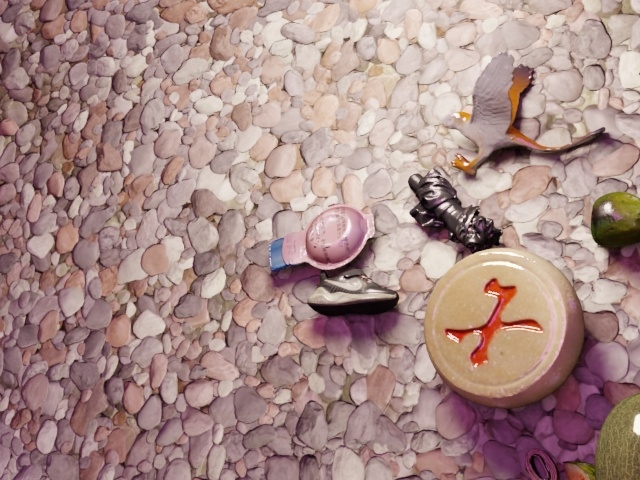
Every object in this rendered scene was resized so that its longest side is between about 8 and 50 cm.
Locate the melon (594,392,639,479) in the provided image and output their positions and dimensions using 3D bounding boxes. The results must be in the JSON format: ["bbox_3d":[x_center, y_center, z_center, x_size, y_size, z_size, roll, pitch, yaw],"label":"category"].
[{"bbox_3d":[0.627,0.429,1.537,0.237,0.237,0.302,-8,68,22],"label":"melon"}]

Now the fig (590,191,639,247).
[{"bbox_3d":[0.651,-0.044,1.770,0.156,0.123,0.123,0,71,21],"label":"fig"}]

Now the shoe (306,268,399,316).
[{"bbox_3d":[0.077,0.115,1.990,0.227,0.099,0.112,-7,61,23],"label":"shoe"}]

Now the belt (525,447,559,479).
[{"bbox_3d":[0.452,0.468,1.718,0.059,0.036,0.083,-32,61,12],"label":"belt"}]

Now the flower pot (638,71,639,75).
[{"bbox_3d":[0.829,-0.371,1.764,0.269,0.269,0.166,-32,85,10],"label":"flower pot"}]

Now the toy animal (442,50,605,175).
[{"bbox_3d":[0.451,-0.251,1.963,0.284,0.225,0.302,47,108,10],"label":"toy animal"}]

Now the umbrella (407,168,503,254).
[{"bbox_3d":[0.298,-0.066,1.951,0.110,0.122,0.272,-20,48,-33],"label":"umbrella"}]

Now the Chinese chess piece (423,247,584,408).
[{"bbox_3d":[0.385,0.184,1.773,0.338,0.140,0.338,-9,73,30],"label":"Chinese chess piece"}]

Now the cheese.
[{"bbox_3d":[0.000,0.000,2.065,0.285,0.074,0.189,-19,52,18],"label":"cheese"}]

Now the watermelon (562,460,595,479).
[{"bbox_3d":[0.554,0.500,1.659,0.069,0.087,0.163,-10,64,-20],"label":"watermelon"}]
